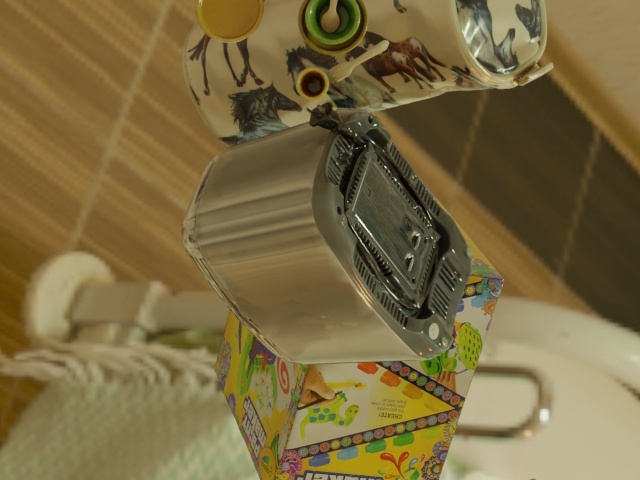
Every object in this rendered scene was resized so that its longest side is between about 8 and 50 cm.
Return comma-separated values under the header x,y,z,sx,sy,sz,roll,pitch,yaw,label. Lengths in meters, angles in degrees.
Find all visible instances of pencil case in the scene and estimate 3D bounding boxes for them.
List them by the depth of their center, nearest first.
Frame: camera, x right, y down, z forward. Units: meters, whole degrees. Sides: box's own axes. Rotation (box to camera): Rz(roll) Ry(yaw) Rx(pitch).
x,y,z,sx,sy,sz,roll,pitch,yaw,label
0.047,-0.205,1.794,0.160,0.410,0.184,-50,119,-43,pencil case

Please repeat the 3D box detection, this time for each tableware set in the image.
x,y,z,sx,sy,sz,roll,pitch,yaw,label
-0.034,-0.165,1.124,0.154,0.104,0.024,57,5,3,tableware set

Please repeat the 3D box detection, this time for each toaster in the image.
x,y,z,sx,sy,sz,roll,pitch,yaw,label
0.000,0.000,1.227,0.227,0.146,0.129,50,42,-36,toaster

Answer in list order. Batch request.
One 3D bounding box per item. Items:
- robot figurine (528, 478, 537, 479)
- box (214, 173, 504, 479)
x,y,z,sx,sy,sz,roll,pitch,yaw,label
0.204,0.276,1.502,0.115,0.067,0.101,63,14,10,robot figurine
0.026,0.091,1.730,0.177,0.290,0.279,9,112,-20,box
